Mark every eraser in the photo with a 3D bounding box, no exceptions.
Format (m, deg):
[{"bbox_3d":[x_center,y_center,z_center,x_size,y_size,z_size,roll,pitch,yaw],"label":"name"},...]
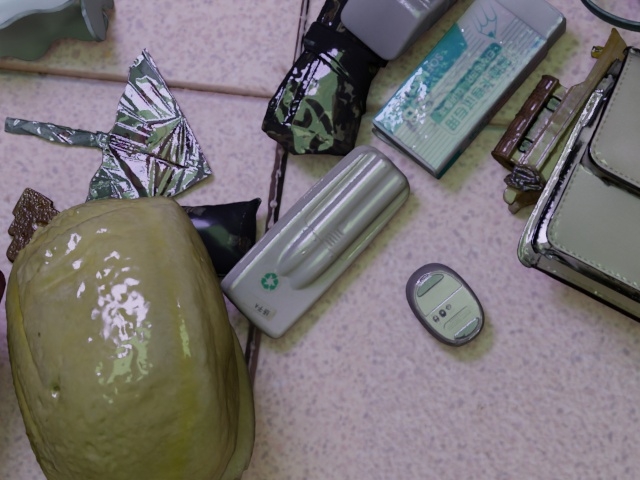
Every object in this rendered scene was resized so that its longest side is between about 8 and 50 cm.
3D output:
[{"bbox_3d":[0.164,-0.343,1.910,0.089,0.061,0.352,41,73,13],"label":"eraser"},{"bbox_3d":[0.162,-0.181,1.906,0.095,0.052,0.225,39,85,14],"label":"eraser"}]

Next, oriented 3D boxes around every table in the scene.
[{"bbox_3d":[-0.351,-0.269,1.936,0.198,0.166,0.167,-17,77,11],"label":"table"}]

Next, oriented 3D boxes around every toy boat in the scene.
[{"bbox_3d":[0.259,-0.132,1.879,0.088,0.068,0.226,32,85,18],"label":"toy boat"}]

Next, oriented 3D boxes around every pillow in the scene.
[{"bbox_3d":[-0.137,0.002,1.904,0.150,0.048,0.090,-2,98,4],"label":"pillow"}]

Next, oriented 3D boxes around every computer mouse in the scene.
[{"bbox_3d":[0.133,0.069,1.867,0.066,0.039,0.096,-39,85,-2],"label":"computer mouse"}]

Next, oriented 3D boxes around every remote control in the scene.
[{"bbox_3d":[0.000,0.000,1.876,0.230,0.049,0.090,-46,110,-4],"label":"remote control"}]

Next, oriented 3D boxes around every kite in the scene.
[{"bbox_3d":[-0.238,-0.110,1.957,0.250,0.012,0.229,15,82,9],"label":"kite"}]

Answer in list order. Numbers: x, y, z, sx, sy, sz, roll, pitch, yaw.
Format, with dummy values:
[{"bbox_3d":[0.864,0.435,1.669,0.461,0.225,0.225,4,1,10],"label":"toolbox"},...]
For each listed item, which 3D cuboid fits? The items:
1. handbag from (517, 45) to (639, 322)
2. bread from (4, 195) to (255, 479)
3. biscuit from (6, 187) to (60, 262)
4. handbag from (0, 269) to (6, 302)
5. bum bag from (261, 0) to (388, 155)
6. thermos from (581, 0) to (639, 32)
[{"bbox_3d":[0.414,-0.013,1.768,0.358,0.160,0.237,27,77,-1],"label":"handbag"},{"bbox_3d":[-0.201,0.121,1.760,0.237,0.320,0.321,-19,77,-3],"label":"bread"},{"bbox_3d":[-0.317,-0.015,1.945,0.082,0.016,0.092,-19,76,7],"label":"biscuit"},{"bbox_3d":[-0.454,0.138,1.833,0.260,0.084,0.276,10,81,46],"label":"handbag"},{"bbox_3d":[0.025,-0.201,1.917,0.102,0.069,0.248,21,81,16],"label":"bum bag"},{"bbox_3d":[0.391,-0.298,1.861,0.286,0.145,0.182,22,85,12],"label":"thermos"}]
